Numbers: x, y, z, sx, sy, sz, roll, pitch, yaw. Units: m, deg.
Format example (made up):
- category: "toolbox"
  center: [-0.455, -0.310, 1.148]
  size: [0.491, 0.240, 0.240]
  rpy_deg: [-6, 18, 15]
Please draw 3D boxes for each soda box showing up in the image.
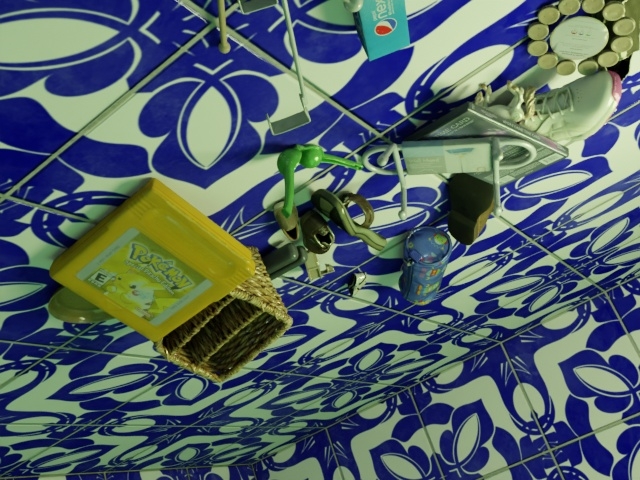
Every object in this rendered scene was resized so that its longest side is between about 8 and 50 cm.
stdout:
- category: "soda box"
  center: [0.080, -0.360, 1.071]
  size: [0.071, 0.067, 0.210]
  rpy_deg: [-21, 154, 2]

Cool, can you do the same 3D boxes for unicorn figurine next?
- category: "unicorn figurine"
  center: [0.342, -0.256, 1.448]
  size: [0.162, 0.060, 0.111]
  rpy_deg: [7, 134, 29]

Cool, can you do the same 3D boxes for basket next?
- category: "basket"
  center: [-0.252, 0.177, 1.677]
  size: [0.299, 0.223, 0.213]
  rpy_deg: [-40, 155, 29]

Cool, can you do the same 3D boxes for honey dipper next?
- category: "honey dipper"
  center: [-0.138, -0.320, 1.038]
  size: [0.030, 0.030, 0.160]
  rpy_deg: [-15, 156, -10]

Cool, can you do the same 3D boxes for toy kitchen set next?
- category: "toy kitchen set"
  center: [-0.007, 0.052, 1.868]
  size: [0.068, 0.075, 0.083]
  rpy_deg: [-16, -166, -2]

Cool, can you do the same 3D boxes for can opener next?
- category: "can opener"
  center: [-0.149, 0.105, 1.792]
  size: [0.283, 0.095, 0.076]
  rpy_deg: [-28, 155, 29]

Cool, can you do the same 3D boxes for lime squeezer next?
- category: "lime squeezer"
  center: [-0.017, -0.142, 1.408]
  size: [0.310, 0.110, 0.059]
  rpy_deg: [-37, 159, -55]

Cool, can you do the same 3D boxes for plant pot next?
- category: "plant pot"
  center: [-0.491, 0.120, 1.651]
  size: [0.236, 0.032, 0.236]
  rpy_deg: [-15, 154, -8]

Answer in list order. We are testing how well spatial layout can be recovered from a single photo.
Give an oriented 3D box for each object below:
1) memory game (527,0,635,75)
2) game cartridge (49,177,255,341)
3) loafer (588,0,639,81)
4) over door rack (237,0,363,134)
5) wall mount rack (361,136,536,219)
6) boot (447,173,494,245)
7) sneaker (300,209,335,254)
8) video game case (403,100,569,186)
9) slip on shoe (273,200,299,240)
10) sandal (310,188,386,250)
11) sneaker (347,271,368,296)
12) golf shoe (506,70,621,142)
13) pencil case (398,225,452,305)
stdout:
- category: "memory game"
  center: [0.463, -0.364, 1.310]
  size: [0.186, 0.012, 0.186]
  rpy_deg: [8, 147, 5]
- category: "game cartridge"
  center: [-0.331, 0.053, 1.472]
  size: [0.324, 0.052, 0.285]
  rpy_deg: [-34, 123, 27]
- category: "loafer"
  center: [0.557, -0.380, 1.352]
  size: [0.094, 0.087, 0.251]
  rpy_deg: [-24, 155, 8]
- category: "over door rack"
  center: [-0.033, -0.323, 0.870]
  size: [0.108, 0.239, 0.324]
  rpy_deg: [-9, 153, -10]
- category: "wall mount rack"
  center: [0.243, -0.140, 1.428]
  size: [0.350, 0.130, 0.304]
  rpy_deg: [-2, 157, 14]
- category: "boot"
  center: [0.383, -0.116, 1.778]
  size: [0.115, 0.112, 0.305]
  rpy_deg: [-44, 158, -22]
- category: "sneaker"
  center: [0.000, 0.000, 1.703]
  size: [0.066, 0.071, 0.188]
  rpy_deg: [-42, 154, -6]
- category: "video game case"
  center: [0.336, -0.188, 1.498]
  size: [0.274, 0.026, 0.196]
  rpy_deg: [18, 155, -28]
- category: "slip on shoe"
  center: [-0.072, -0.043, 1.620]
  size: [0.051, 0.041, 0.135]
  rpy_deg: [-18, 155, -5]
- category: "sandal"
  center: [0.074, -0.061, 1.641]
  size: [0.086, 0.120, 0.303]
  rpy_deg: [-53, 151, 4]
- category: "sneaker"
  center: [0.107, 0.125, 2.084]
  size: [0.044, 0.040, 0.109]
  rpy_deg: [-13, 154, -19]
- category: "golf shoe"
  center: [0.457, -0.250, 1.464]
  size: [0.140, 0.115, 0.306]
  rpy_deg: [6, 162, -23]
- category: "pencil case"
  center: [0.279, 0.074, 2.013]
  size: [0.133, 0.119, 0.306]
  rpy_deg: [-33, 157, -13]
